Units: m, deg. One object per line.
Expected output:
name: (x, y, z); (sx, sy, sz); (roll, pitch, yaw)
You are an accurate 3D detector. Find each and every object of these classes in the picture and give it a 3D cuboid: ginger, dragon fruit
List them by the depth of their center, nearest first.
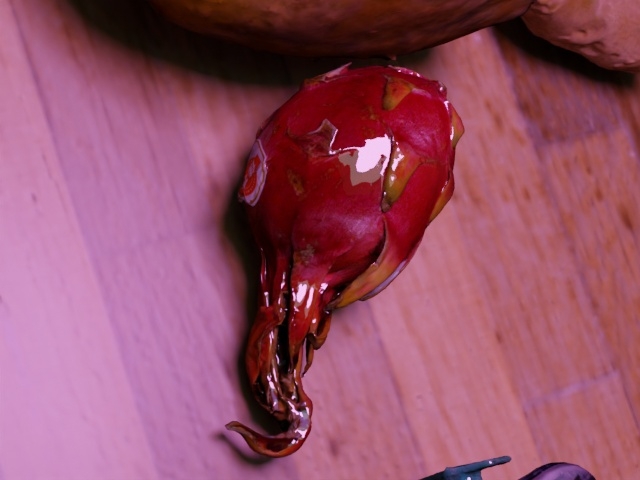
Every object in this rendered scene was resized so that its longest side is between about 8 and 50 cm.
dragon fruit: (0.000, 0.000, 0.576); (0.094, 0.094, 0.190); (29, 74, -14)
ginger: (0.123, -0.161, 0.686); (0.095, 0.069, 0.190); (-33, 91, -23)

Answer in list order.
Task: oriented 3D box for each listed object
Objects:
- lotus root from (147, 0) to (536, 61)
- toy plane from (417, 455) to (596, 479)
lotus root: (-0.017, -0.163, 0.587); (0.180, 0.188, 0.199); (-29, 126, -3)
toy plane: (-0.005, 0.150, 0.495); (0.381, 0.155, 0.106); (-1, 74, -42)
